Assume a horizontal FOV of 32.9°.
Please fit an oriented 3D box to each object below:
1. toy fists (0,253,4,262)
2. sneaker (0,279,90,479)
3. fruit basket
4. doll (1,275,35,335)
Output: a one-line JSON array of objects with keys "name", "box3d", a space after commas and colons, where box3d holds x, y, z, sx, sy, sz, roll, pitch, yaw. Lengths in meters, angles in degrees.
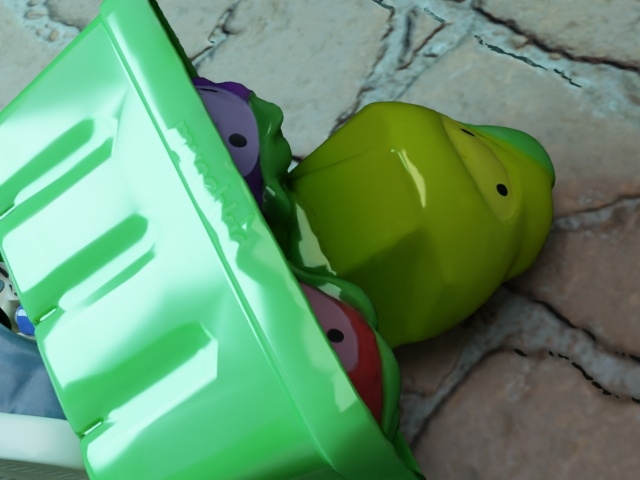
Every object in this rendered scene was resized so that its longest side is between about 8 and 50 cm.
[{"name": "toy fists", "box3d": [-0.319, -0.037, 0.993, 0.279, 0.096, 0.142, -12, 59, 9]}, {"name": "sneaker", "box3d": [-0.315, 0.097, 0.828, 0.350, 0.131, 0.148, 10, 62, -7]}, {"name": "fruit basket", "box3d": [0.000, 0.000, 0.744, 0.392, 0.283, 0.392, -5, 67, 12]}, {"name": "doll", "box3d": [-0.173, 0.045, 0.909, 0.189, 0.046, 0.129, 3, 74, 19]}]
